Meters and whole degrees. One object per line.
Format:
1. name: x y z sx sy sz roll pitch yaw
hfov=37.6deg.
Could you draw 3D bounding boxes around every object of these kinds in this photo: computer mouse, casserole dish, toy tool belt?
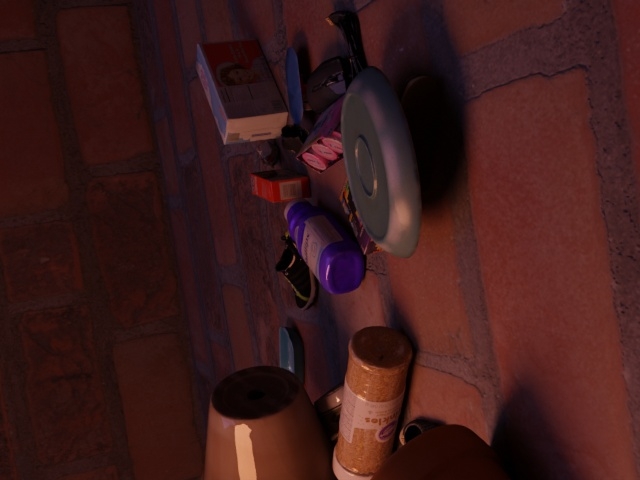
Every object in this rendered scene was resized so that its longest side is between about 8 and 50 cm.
1. computer mouse: 0.013 -0.338 1.818 0.262 0.060 0.184 176 83 -71
2. casserole dish: -0.073 0.307 2.432 0.114 0.037 0.188 -131 37 -57
3. toy tool belt: -0.121 -0.204 2.306 0.051 0.052 0.083 54 -172 -45

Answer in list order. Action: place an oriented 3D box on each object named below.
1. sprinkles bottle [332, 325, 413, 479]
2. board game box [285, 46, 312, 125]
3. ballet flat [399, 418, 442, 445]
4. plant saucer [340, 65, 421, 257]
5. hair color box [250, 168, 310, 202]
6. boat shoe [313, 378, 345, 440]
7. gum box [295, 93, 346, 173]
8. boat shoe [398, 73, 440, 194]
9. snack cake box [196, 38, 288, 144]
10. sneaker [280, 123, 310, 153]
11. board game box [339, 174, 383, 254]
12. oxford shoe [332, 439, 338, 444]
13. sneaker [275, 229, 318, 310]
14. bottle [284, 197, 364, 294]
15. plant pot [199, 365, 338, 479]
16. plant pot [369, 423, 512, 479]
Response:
1. sprinkles bottle: 0.097 0.330 1.826 0.121 0.121 0.355 -121 28 -46
2. board game box: -0.043 -0.333 2.030 0.133 0.033 0.168 -167 71 -77
3. ballet flat: 0.178 0.357 1.716 0.173 0.049 0.057 144 115 -69
4. plant saucer: 0.089 -0.122 1.529 0.317 0.044 0.317 169 90 -79
5. hair color box: -0.095 -0.129 2.187 0.167 0.093 0.053 -157 60 -67
6. boat shoe: 0.043 0.373 2.071 0.094 0.109 0.302 53 160 10
7. gum box: 0.029 -0.201 1.758 0.107 0.062 0.188 -60 11 -16
8. boat shoe: 0.139 -0.171 1.513 0.073 0.080 0.223 51 151 45
9. snack cake box: -0.192 -0.360 2.255 0.089 0.152 0.264 105 149 -52
10. sneaker: -0.055 -0.222 2.036 0.089 0.051 0.170 50 173 -34
11. board game box: 0.093 -0.080 1.742 0.170 0.048 0.141 106 149 -52
12. oxford shoe: 0.019 0.568 2.223 0.146 0.140 0.397 45 157 -13
13. sneaker: -0.061 0.064 2.180 0.084 0.097 0.234 -123 29 -50
14. bottle: 0.000 0.000 1.978 0.283 0.092 0.118 -127 32 -53
15. plant pot: -0.113 0.427 1.971 0.323 0.323 0.280 -134 32 -59
16. plant pot: 0.204 0.449 1.383 0.203 0.291 0.290 34 134 43
